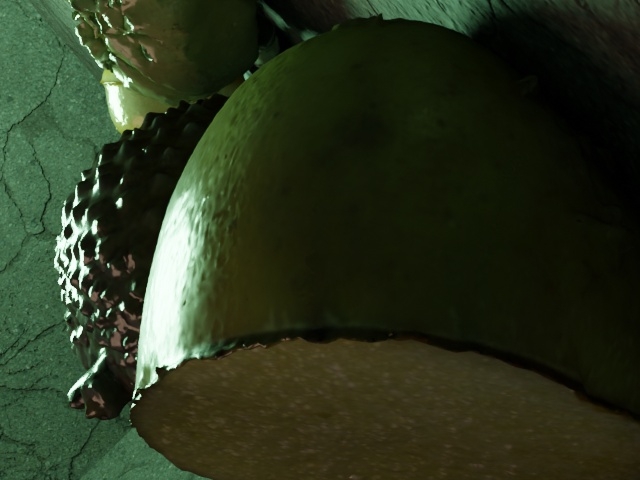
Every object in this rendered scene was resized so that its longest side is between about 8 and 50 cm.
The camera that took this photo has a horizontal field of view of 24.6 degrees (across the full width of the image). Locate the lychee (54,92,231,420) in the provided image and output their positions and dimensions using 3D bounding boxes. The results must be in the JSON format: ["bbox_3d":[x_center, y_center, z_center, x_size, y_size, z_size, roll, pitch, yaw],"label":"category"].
[{"bbox_3d":[-0.080,0.027,1.459,0.380,0.432,0.380,38,156,20],"label":"lychee"}]

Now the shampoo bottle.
[{"bbox_3d":[-0.059,-0.195,1.611,0.063,0.057,0.208,58,174,13],"label":"shampoo bottle"}]

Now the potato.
[{"bbox_3d":[0.070,0.011,1.087,0.385,0.319,0.442,8,159,-6],"label":"potato"}]

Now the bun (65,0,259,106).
[{"bbox_3d":[-0.180,-0.248,1.460,0.259,0.152,0.259,48,166,16],"label":"bun"}]

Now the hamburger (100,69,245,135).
[{"bbox_3d":[-0.157,-0.182,1.820,0.236,0.147,0.237,11,-175,-1],"label":"hamburger"}]
